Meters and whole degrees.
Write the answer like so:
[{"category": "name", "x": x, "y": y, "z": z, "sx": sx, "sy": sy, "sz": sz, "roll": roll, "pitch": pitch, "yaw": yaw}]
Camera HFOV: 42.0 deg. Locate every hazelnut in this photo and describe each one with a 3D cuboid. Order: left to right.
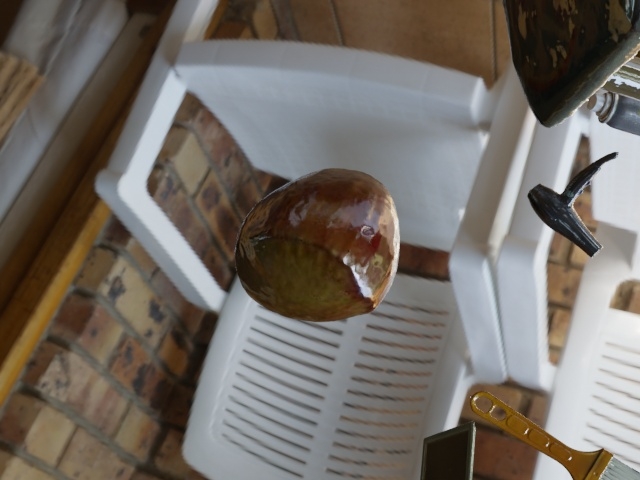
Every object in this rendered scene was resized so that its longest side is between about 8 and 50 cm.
[{"category": "hazelnut", "x": 0.000, "y": 0.000, "z": 2.021, "sx": 0.352, "sy": 0.421, "sz": 0.421, "roll": 31, "pitch": 154, "yaw": -31}]

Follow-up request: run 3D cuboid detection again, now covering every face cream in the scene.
[{"category": "face cream", "x": 0.652, "y": -0.227, "z": 1.604, "sx": 0.283, "sy": 0.073, "sz": 0.073, "roll": 16, "pitch": 155, "yaw": -5}]

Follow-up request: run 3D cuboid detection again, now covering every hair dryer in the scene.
[{"category": "hair dryer", "x": 0.561, "y": -0.095, "z": 1.754, "sx": 0.195, "sy": 0.075, "sz": 0.219, "roll": 47, "pitch": 126, "yaw": 19}]

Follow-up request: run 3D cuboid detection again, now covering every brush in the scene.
[{"category": "brush", "x": 0.388, "y": 0.348, "z": 1.404, "sx": 0.314, "sy": 0.090, "sz": 0.017, "roll": 31, "pitch": 178, "yaw": 9}]

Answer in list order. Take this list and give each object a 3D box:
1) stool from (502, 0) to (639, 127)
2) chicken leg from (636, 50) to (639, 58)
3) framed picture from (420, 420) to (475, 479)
[{"category": "stool", "x": 0.401, "y": -0.333, "z": 1.084, "sx": 0.226, "sy": 0.310, "sz": 0.310, "roll": -3, "pitch": 163, "yaw": -11}, {"category": "chicken leg", "x": 0.519, "y": -0.337, "z": 1.349, "sx": 0.207, "sy": 0.101, "sz": 0.085, "roll": 32, "pitch": 113, "yaw": -16}, {"category": "framed picture", "x": 0.269, "y": 0.554, "z": 1.799, "sx": 0.019, "sy": 0.296, "sz": 0.232, "roll": 16, "pitch": 154, "yaw": -15}]
